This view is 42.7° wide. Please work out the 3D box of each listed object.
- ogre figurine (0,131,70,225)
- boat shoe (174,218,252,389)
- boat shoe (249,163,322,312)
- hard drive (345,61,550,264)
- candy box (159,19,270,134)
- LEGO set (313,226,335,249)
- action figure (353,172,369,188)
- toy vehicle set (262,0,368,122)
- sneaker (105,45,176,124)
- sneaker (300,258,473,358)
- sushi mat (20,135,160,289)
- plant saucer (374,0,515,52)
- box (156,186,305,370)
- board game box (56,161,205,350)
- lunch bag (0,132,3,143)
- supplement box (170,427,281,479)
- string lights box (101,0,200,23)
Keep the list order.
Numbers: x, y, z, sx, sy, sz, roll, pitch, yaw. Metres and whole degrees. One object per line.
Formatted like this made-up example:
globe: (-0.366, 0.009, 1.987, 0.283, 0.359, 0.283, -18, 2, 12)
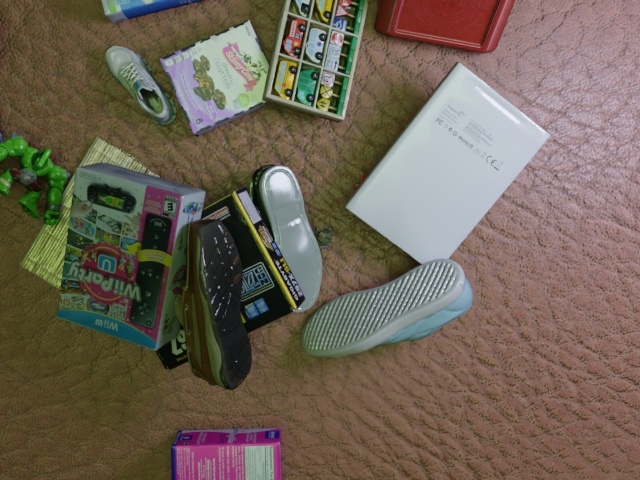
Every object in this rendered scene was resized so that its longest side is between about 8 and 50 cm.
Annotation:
ogre figurine: (-0.577, -0.126, 1.614, 0.197, 0.097, 0.118, 32, 67, -11)
boat shoe: (-0.217, 0.123, 1.522, 0.120, 0.122, 0.324, 1, 103, 28)
boat shoe: (-0.073, -0.006, 1.663, 0.114, 0.091, 0.302, -11, 100, -25)
hard drive: (0.247, -0.138, 1.617, 0.233, 0.047, 0.353, 36, 102, -10)
candy box: (-0.197, -0.325, 1.646, 0.196, 0.070, 0.165, -24, 94, -1)
LEGO set: (-0.002, -0.002, 1.701, 0.083, 0.023, 0.054, -16, 92, 12)
action figure: (0.123, -0.130, 1.693, 0.115, 0.030, 0.038, -21, 99, 1)
toy vehicle set: (-0.008, -0.385, 1.628, 0.166, 0.035, 0.267, 13, 83, -17)
sneaker: (-0.361, -0.316, 1.635, 0.071, 0.083, 0.191, -42, 93, 2)
sneaker: (0.143, 0.171, 1.664, 0.366, 0.135, 0.150, -22, 137, 18)
sushi mat: (-0.472, -0.043, 1.679, 0.151, 0.019, 0.316, 31, 92, -3)
plant saucer: (0.251, -0.471, 1.577, 0.258, 0.259, 0.048, 9, 52, -3)
box: (-0.227, 0.079, 1.618, 0.322, 0.079, 0.257, -26, 96, 20)
board game box: (-0.363, 0.027, 1.555, 0.224, 0.097, 0.303, 16, 106, 14)
lunch bag: (-0.742, -0.243, 1.620, 0.176, 0.090, 0.219, -19, 94, -2)
supplement box: (-0.189, 0.453, 1.673, 0.220, 0.111, 0.114, 0, 93, -3)
string lights box: (-0.311, -0.534, 1.626, 0.259, 0.077, 0.133, -15, 93, -2)
